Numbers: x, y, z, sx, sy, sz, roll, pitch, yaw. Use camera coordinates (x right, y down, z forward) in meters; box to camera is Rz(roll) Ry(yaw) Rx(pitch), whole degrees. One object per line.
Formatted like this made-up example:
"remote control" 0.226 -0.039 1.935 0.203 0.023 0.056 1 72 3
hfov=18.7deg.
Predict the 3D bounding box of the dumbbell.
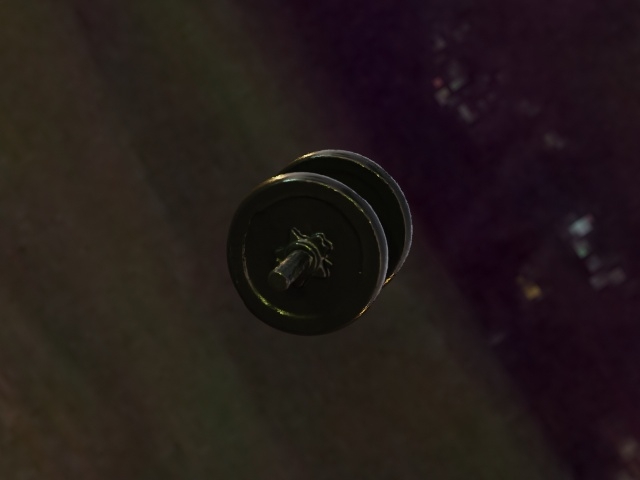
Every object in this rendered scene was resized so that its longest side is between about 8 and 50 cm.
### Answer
"dumbbell" 0.000 0.000 0.820 0.069 0.069 0.147 56 18 -3
